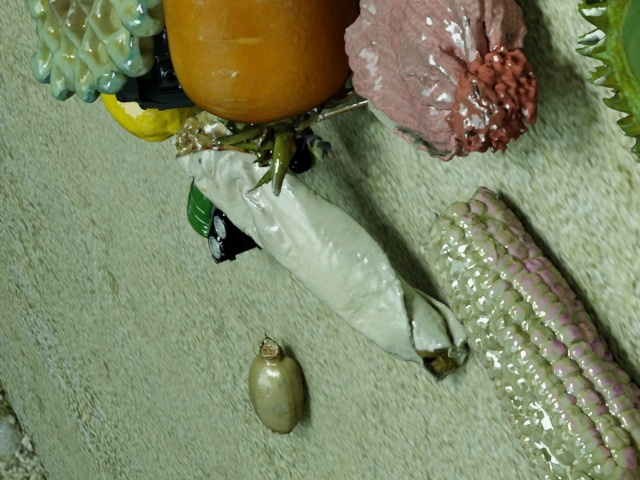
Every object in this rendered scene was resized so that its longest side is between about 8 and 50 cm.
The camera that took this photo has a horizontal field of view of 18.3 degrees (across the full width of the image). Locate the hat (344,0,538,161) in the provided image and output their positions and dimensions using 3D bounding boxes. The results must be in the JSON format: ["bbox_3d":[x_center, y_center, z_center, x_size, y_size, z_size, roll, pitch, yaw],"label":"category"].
[{"bbox_3d":[0.118,-0.169,1.764,0.286,0.107,0.237,-126,36,-52],"label":"hat"}]

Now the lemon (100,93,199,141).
[{"bbox_3d":[-0.208,-0.186,2.369,0.155,0.114,0.114,51,151,20],"label":"lemon"}]

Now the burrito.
[{"bbox_3d":[0.000,0.000,2.073,0.392,0.076,0.117,43,144,6],"label":"burrito"}]

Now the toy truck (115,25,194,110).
[{"bbox_3d":[-0.177,-0.269,2.240,0.165,0.147,0.224,-103,6,-56],"label":"toy truck"}]

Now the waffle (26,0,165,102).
[{"bbox_3d":[-0.242,-0.291,2.078,0.309,0.056,0.292,-9,86,57],"label":"waffle"}]

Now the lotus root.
[{"bbox_3d":[-0.055,0.183,2.447,0.073,0.062,0.150,37,144,45],"label":"lotus root"}]

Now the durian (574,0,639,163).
[{"bbox_3d":[0.300,-0.160,1.472,0.198,0.163,0.394,7,131,17],"label":"durian"}]

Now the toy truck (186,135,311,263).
[{"bbox_3d":[-0.090,-0.075,2.258,0.125,0.101,0.242,59,154,24],"label":"toy truck"}]

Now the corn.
[{"bbox_3d":[0.205,0.099,1.823,0.335,0.126,0.126,62,155,18],"label":"corn"}]

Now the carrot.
[{"bbox_3d":[-0.053,-0.223,1.957,0.193,0.214,0.331,-119,22,-56],"label":"carrot"}]
